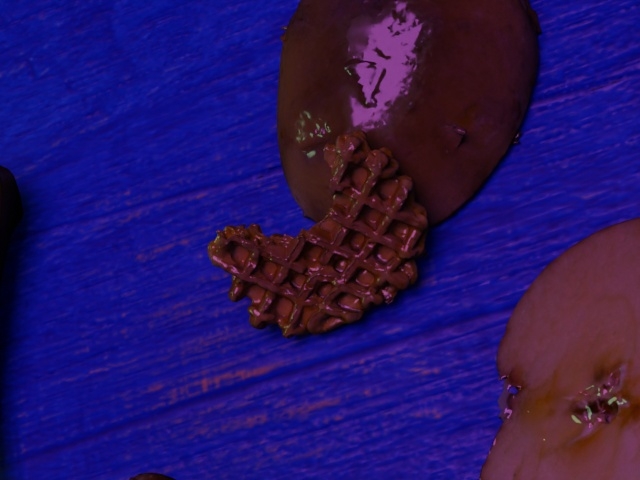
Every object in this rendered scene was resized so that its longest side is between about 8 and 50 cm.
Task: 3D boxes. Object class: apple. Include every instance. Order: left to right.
[{"bbox_3d":[0.259,0.147,1.424,0.251,0.163,0.293,-4,63,52],"label":"apple"}]

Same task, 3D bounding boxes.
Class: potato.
[{"bbox_3d":[0.065,-0.153,1.666,0.239,0.116,0.299,16,79,24],"label":"potato"}]

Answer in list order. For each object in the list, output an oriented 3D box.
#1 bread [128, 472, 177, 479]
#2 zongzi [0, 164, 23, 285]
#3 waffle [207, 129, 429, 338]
[{"bbox_3d":[-0.128,0.325,1.528,0.196,0.176,0.246,32,83,18],"label":"bread"},{"bbox_3d":[-0.312,0.078,1.747,0.289,0.123,0.260,36,85,21],"label":"zongzi"},{"bbox_3d":[0.001,-0.001,1.632,0.194,0.051,0.149,-26,101,19],"label":"waffle"}]
